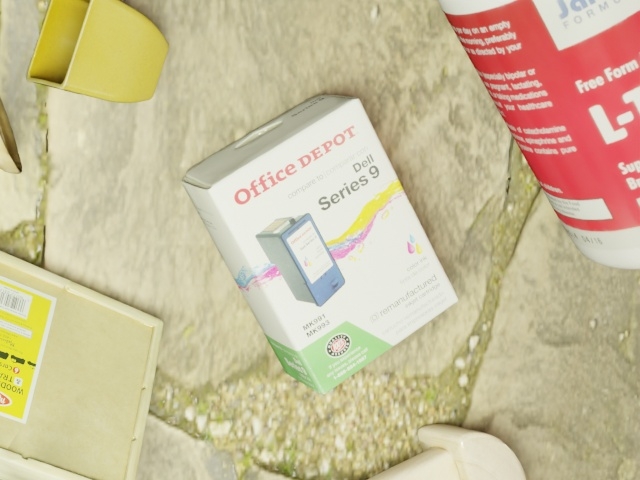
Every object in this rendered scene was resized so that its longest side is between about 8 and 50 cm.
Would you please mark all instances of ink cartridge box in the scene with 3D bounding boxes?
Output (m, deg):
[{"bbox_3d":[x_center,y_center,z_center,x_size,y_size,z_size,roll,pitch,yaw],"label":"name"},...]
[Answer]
[{"bbox_3d":[0.000,0.000,1.008,0.154,0.093,0.212,-32,108,-15],"label":"ink cartridge box"}]

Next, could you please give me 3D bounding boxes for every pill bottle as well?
[{"bbox_3d":[0.241,-0.194,1.008,0.229,0.229,0.407,-39,111,-14],"label":"pill bottle"}]

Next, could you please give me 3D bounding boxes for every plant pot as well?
[{"bbox_3d":[-0.170,-0.149,0.919,0.083,0.081,0.081,17,91,-35],"label":"plant pot"}]

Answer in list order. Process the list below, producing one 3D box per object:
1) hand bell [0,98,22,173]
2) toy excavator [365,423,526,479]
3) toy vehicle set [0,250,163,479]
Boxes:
[{"bbox_3d":[-0.357,-0.071,0.849,0.242,0.126,0.126,-19,106,-8],"label":"hand bell"},{"bbox_3d":[-0.025,0.377,1.010,0.433,0.222,0.445,9,86,-26],"label":"toy excavator"},{"bbox_3d":[-0.255,0.089,0.889,0.267,0.035,0.166,27,49,-25],"label":"toy vehicle set"}]
